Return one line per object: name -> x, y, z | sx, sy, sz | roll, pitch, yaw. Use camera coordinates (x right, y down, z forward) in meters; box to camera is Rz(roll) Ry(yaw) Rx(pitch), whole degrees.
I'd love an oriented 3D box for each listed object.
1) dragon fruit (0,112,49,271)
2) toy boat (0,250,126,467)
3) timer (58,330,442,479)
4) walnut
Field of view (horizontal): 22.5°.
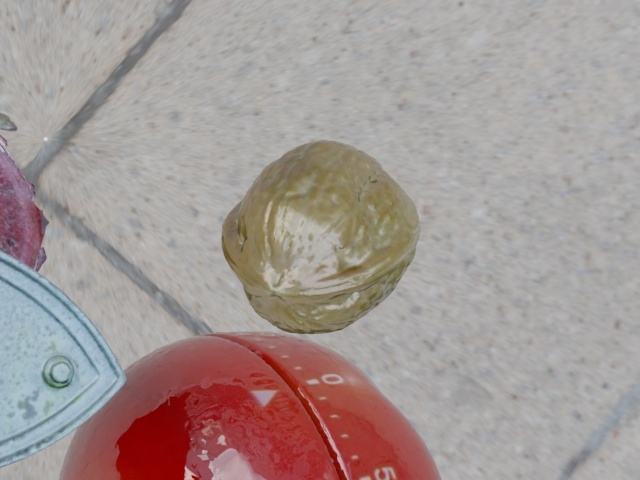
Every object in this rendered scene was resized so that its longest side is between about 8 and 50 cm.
dragon fruit -> -0.402, 0.039, 1.262 | 0.314, 0.263, 0.296 | -1, 54, -38
toy boat -> -0.249, 0.050, 0.800 | 0.319, 0.092, 0.141 | 9, 85, -26
timer -> -0.071, 0.267, 1.397 | 0.279, 0.378, 0.378 | -8, 95, -36
walnut -> 0.000, 0.000, 0.874 | 0.105, 0.124, 0.105 | 11, 124, 18
